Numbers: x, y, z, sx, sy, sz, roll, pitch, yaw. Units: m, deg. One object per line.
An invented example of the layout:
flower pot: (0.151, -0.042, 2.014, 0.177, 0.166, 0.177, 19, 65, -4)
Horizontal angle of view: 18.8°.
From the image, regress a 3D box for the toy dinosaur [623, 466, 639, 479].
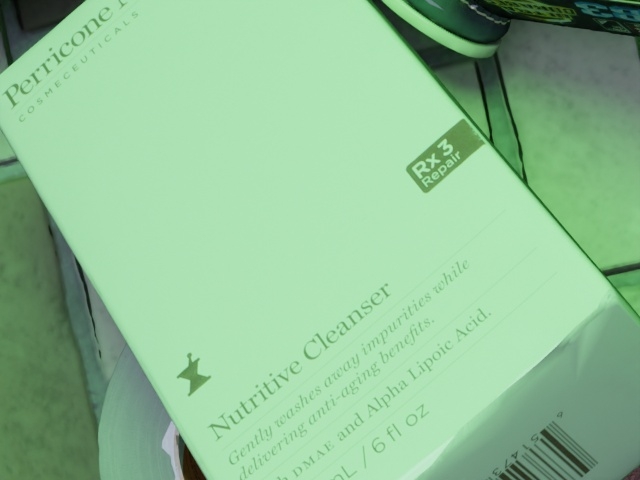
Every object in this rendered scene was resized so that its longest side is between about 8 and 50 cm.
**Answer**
toy dinosaur: (0.176, 0.128, 1.058, 0.127, 0.200, 0.295, 45, 105, 11)

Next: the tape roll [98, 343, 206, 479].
tape roll: (-0.024, 0.124, 1.188, 0.219, 0.072, 0.219, 1, 93, 17)

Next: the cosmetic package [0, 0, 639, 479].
cosmetic package: (0.000, 0.000, 1.036, 0.217, 0.156, 0.385, -42, 53, 4)

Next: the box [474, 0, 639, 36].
box: (0.234, -0.246, 1.003, 0.296, 0.073, 0.293, 13, 82, 38)

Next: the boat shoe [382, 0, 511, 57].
boat shoe: (0.037, -0.220, 1.141, 0.079, 0.095, 0.254, -44, 71, 26)
